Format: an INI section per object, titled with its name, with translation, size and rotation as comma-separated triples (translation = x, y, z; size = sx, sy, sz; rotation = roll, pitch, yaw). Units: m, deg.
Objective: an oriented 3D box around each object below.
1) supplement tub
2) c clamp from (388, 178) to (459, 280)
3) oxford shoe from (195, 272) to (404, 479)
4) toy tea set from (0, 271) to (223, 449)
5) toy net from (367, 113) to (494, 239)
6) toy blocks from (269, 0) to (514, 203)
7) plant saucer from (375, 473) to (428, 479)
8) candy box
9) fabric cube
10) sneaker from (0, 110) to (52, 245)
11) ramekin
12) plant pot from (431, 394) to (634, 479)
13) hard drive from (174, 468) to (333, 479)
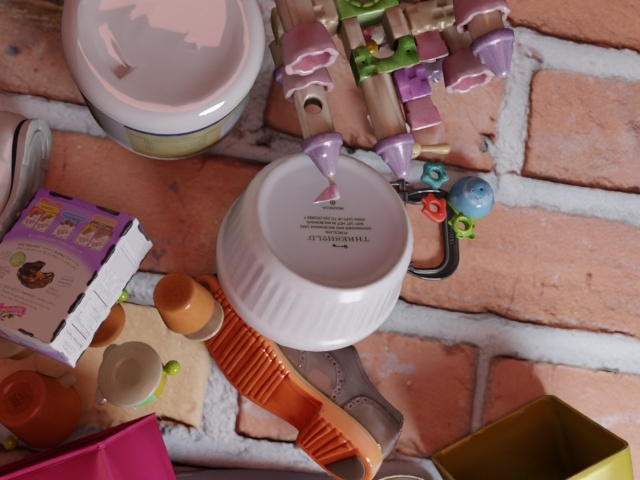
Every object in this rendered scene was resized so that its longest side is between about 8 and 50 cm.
[supplement tub]
translation = -0.195, -0.225, 1.100
size = 0.228, 0.316, 0.229
rotation = 0, 87, -9
[c clamp]
translation = 0.143, -0.016, 1.298
size = 0.137, 0.022, 0.161
rotation = -8, 87, -15
[oxford shoe]
translation = -0.035, 0.173, 1.227
size = 0.364, 0.130, 0.132
rotation = 47, 48, 3
[toy tea set]
translation = -0.288, 0.159, 1.166
size = 0.335, 0.124, 0.200
rotation = -12, 62, 7
[toy net]
translation = 0.150, -0.099, 1.281
size = 0.232, 0.045, 0.122
rotation = 38, 66, 1
[toy blocks]
translation = 0.088, -0.202, 1.137
size = 0.288, 0.309, 0.260
rotation = -16, 82, -8
[plant saucer]
translation = 0.109, 0.435, 1.255
size = 0.198, 0.036, 0.199
rotation = 0, 88, -12
[candy box]
translation = -0.342, 0.044, 1.125
size = 0.164, 0.070, 0.196
rotation = 17, 63, 23
[fabric cube]
translation = -0.306, 0.386, 1.055
size = 0.259, 0.254, 0.258
rotation = -20, 86, 3
[sneaker]
translation = -0.438, -0.058, 1.181
size = 0.094, 0.090, 0.235
rotation = 12, 85, 10
[ramekin]
translation = 0.000, 0.000, 1.166
size = 0.272, 0.127, 0.273
rotation = 8, 58, -13
[plant pot]
translation = 0.314, 0.373, 1.222
size = 0.212, 0.212, 0.187
rotation = -25, 105, -10
[hard drive]
translation = -0.106, 0.411, 1.216
size = 0.254, 0.054, 0.172
rotation = 3, 87, -9
